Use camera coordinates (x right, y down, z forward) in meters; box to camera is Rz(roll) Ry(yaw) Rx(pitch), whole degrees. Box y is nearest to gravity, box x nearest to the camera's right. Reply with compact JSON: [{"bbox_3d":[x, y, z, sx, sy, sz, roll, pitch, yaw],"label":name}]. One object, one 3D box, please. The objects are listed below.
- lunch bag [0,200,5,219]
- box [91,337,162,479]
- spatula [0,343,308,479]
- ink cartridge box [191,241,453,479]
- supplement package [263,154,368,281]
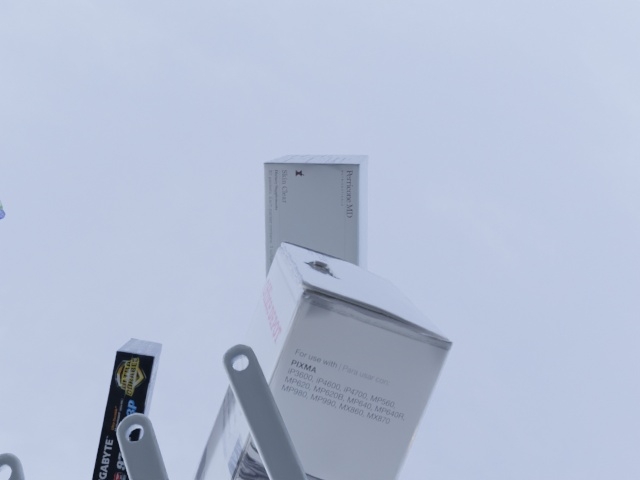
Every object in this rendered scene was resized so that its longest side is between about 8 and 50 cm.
[{"bbox_3d":[-0.379,-0.070,0.762,0.096,0.151,0.129,-22,-89,18],"label":"lunch bag"},{"bbox_3d":[-0.255,0.227,1.060,0.051,0.220,0.175,11,-94,-8],"label":"box"},{"bbox_3d":[-0.050,0.163,0.311,0.168,0.019,0.242,-24,-123,-9],"label":"spatula"},{"bbox_3d":[-0.016,0.124,0.487,0.092,0.158,0.218,18,-84,-10],"label":"ink cartridge box"},{"bbox_3d":[0.000,0.000,1.252,0.145,0.204,0.262,0,-80,7],"label":"supplement package"}]
